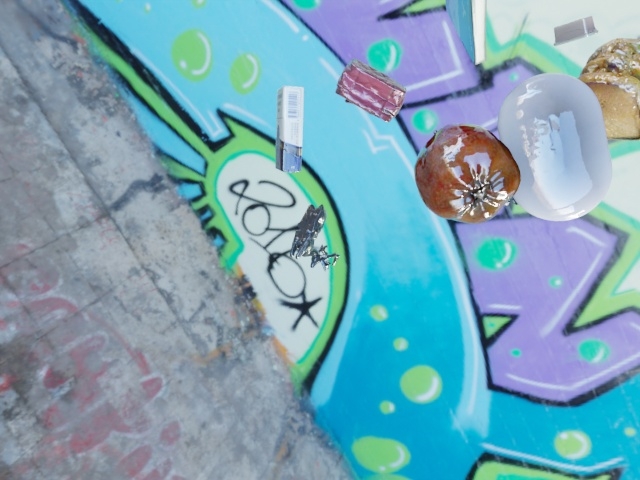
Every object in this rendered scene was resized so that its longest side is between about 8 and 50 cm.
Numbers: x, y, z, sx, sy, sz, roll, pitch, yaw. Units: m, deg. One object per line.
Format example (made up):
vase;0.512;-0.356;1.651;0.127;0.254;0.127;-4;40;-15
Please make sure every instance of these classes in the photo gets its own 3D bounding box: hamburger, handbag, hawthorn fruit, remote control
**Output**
hamburger;0.785;-0.376;1.411;0.211;0.260;0.245;-55;168;-19
handbag;0.164;-0.488;1.795;0.225;0.135;0.146;28;22;-7
hawthorn fruit;0.293;-0.159;1.147;0.208;0.208;0.248;43;22;-36
remote control;0.519;-0.208;1.218;0.103;0.221;0.332;2;79;-80

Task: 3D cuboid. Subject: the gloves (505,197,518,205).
gloves;0.512;-0.177;1.599;0.212;0.127;0.111;9;70;-9

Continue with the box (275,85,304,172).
box;-0.099;-0.346;1.715;0.168;0.071;0.260;-139;-129;-75

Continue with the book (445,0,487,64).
book;0.333;-0.638;1.294;0.428;0.039;0.300;-88;167;-51

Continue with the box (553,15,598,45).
box;0.832;-0.688;1.794;0.089;0.122;0.062;-27;105;-37

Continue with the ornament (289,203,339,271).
ornament;0.000;0.000;1.836;0.236;0.080;0.202;36;75;-55
